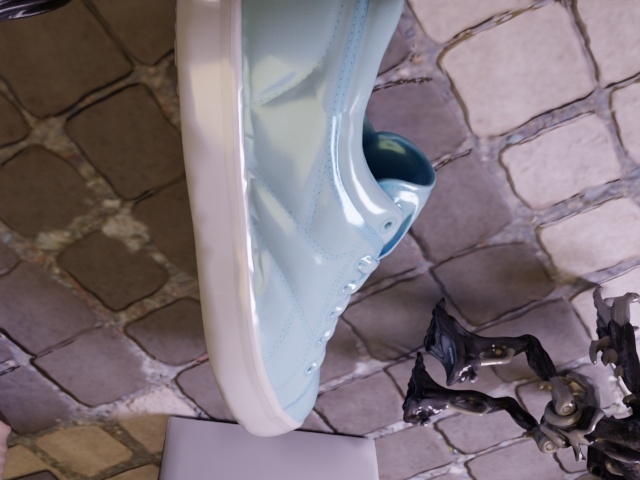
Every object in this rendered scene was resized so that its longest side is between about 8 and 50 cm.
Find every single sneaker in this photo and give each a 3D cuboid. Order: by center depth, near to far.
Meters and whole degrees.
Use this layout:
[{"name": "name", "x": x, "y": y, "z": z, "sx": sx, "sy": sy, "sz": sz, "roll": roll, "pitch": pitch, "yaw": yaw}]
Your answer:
[{"name": "sneaker", "x": 0.000, "y": 0.000, "z": 0.556, "sx": 0.150, "sy": 0.135, "sz": 0.366, "roll": -1, "pitch": 131, "yaw": 3}]

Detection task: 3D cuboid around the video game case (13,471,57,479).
[{"name": "video game case", "x": -0.313, "y": 0.330, "z": 0.896, "sx": 0.193, "sy": 0.023, "sz": 0.212, "roll": -18, "pitch": 128, "yaw": 13}]

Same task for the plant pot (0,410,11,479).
[{"name": "plant pot", "x": -0.320, "y": 0.140, "z": 0.649, "sx": 0.110, "sy": 0.237, "sz": 0.237, "roll": -44, "pitch": 129, "yaw": -19}]

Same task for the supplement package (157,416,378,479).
[{"name": "supplement package", "x": -0.068, "y": 0.331, "z": 0.789, "sx": 0.198, "sy": 0.199, "sz": 0.262, "roll": 8, "pitch": 129, "yaw": -9}]

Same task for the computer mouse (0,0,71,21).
[{"name": "computer mouse", "x": -0.227, "y": -0.197, "z": 0.384, "sx": 0.060, "sy": 0.184, "sz": 0.262, "roll": 27, "pitch": 149, "yaw": 36}]

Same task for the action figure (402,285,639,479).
[{"name": "action figure", "x": 0.212, "y": 0.119, "z": 0.663, "sx": 0.276, "sy": 0.141, "sz": 0.164, "roll": 16, "pitch": 127, "yaw": 5}]
